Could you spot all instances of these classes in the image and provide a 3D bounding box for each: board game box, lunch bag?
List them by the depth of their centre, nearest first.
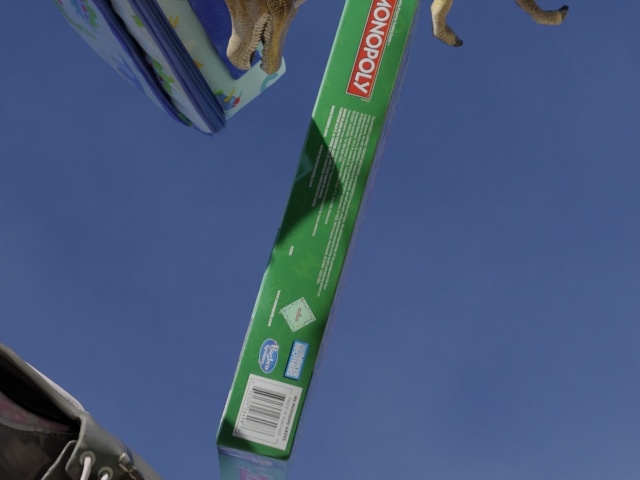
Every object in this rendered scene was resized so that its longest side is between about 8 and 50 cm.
[{"bbox_3d":[-0.119,-0.174,1.037,0.090,0.176,0.219,-44,-40,-11],"label":"lunch bag"},{"bbox_3d":[0.000,0.000,1.054,0.046,0.317,0.213,15,-16,3],"label":"board game box"}]

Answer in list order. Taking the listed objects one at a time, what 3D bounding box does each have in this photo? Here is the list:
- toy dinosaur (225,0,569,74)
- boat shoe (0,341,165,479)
[{"bbox_3d":[0.042,-0.115,0.411,0.183,0.092,0.053,-62,2,-5],"label":"toy dinosaur"},{"bbox_3d":[-0.224,0.134,1.127,0.112,0.335,0.095,-51,-5,-14],"label":"boat shoe"}]
